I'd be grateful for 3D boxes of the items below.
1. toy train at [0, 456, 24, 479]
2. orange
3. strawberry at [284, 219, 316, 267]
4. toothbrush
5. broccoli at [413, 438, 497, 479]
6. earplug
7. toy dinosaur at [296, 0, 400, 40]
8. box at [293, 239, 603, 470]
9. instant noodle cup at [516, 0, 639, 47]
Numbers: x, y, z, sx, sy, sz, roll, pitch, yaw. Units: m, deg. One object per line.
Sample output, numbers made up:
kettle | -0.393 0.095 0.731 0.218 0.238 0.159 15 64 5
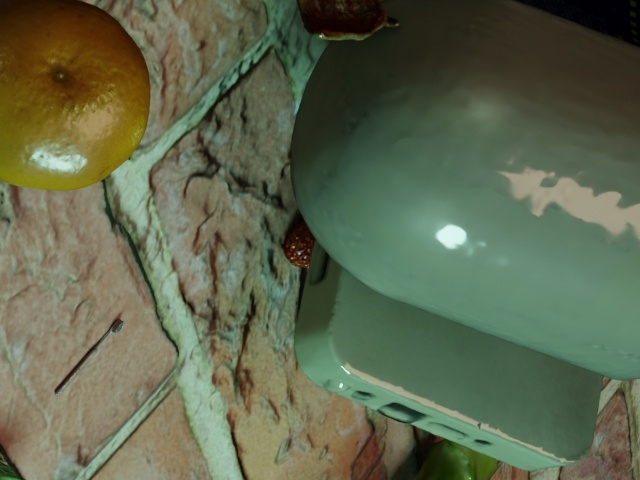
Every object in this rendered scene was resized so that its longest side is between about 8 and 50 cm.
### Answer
toy train | -0.300 0.234 1.496 0.099 0.081 0.149 -62 149 -7
orange | -0.213 -0.113 1.350 0.159 0.159 0.136 -54 -173 -21
strawberry | 0.000 0.000 1.829 0.083 0.073 0.073 -14 130 -9
toothbrush | -0.216 0.110 1.613 0.097 0.008 0.006 -50 131 -24
broccoli | 0.133 0.463 2.158 0.397 0.275 0.353 -74 -172 -66
earplug | 0.172 -0.063 1.616 0.394 0.312 0.312 18 96 -20
toy dinosaur | 0.011 -0.300 1.506 0.327 0.207 0.113 -60 174 -28
box | 0.159 0.029 1.836 0.367 0.090 0.373 25 67 -28
instant noodle cup | 0.300 -0.333 1.819 0.284 0.312 0.284 -33 134 -41
